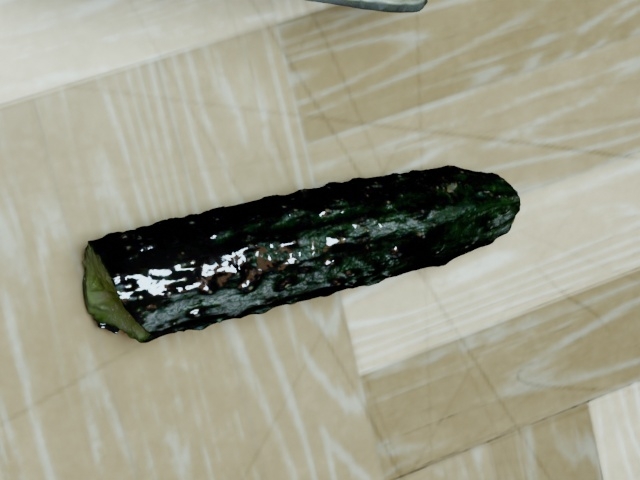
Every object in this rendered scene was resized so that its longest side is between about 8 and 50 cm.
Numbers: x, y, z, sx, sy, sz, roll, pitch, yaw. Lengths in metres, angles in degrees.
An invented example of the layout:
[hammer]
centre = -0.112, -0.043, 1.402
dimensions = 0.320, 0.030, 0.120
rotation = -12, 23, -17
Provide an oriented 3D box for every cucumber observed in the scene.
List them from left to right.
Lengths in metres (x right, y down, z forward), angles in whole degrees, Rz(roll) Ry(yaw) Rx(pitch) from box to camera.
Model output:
[cucumber]
centre = 0.000, 0.000, 1.192
dimensions = 0.303, 0.081, 0.072
rotation = -14, 78, -20

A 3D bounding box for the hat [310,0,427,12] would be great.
[hat]
centre = -0.055, -0.244, 1.096
dimensions = 0.301, 0.168, 0.257
rotation = 10, 81, -49
